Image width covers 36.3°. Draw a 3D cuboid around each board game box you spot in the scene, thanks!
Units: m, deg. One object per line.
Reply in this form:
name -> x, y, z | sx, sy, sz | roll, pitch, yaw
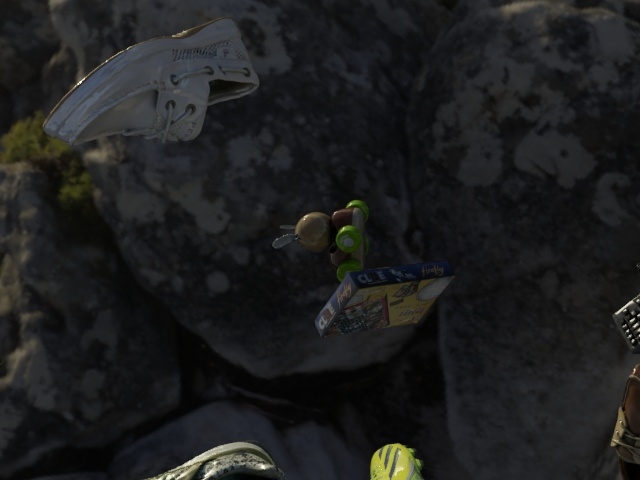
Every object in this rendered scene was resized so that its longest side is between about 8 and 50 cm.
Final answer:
board game box -> 0.126, 0.114, 1.912 | 0.042, 0.243, 0.165 | 62, 139, 29

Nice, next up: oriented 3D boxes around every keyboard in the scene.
keyboard -> 0.687, 0.061, 1.853 | 0.317, 0.033, 0.201 | -42, 30, 22

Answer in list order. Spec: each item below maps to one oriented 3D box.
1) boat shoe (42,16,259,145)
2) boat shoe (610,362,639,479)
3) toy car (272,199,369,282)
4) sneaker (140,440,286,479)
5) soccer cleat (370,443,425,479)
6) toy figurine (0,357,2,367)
boat shoe -> -0.152, -0.145, 0.979 | 0.098, 0.096, 0.277 | -34, 3, 44
boat shoe -> 0.593, 0.357, 1.767 | 0.120, 0.324, 0.122 | -37, 43, -16
toy car -> 0.000, 0.000, 2.022 | 0.188, 0.149, 0.155 | 3, 26, 9
sneaker -> -0.225, 0.406, 1.430 | 0.158, 0.410, 0.182 | 64, 155, 4
soccer cleat -> 0.110, 0.391, 1.522 | 0.289, 0.121, 0.093 | -148, 50, -76
toy figurine -> -0.592, 0.208, 1.218 | 0.191, 0.362, 0.217 | -40, 43, 24
